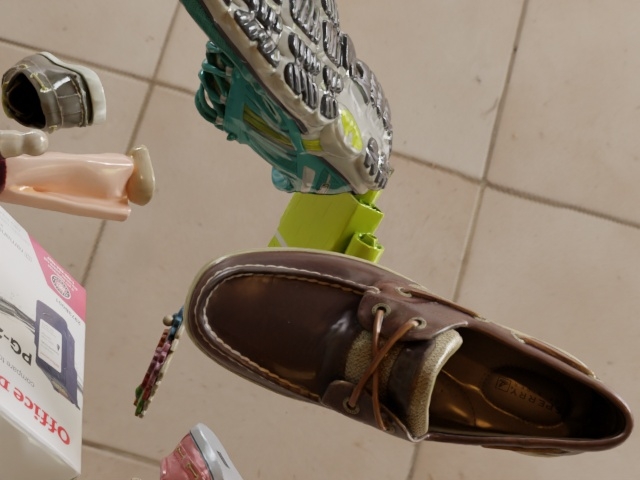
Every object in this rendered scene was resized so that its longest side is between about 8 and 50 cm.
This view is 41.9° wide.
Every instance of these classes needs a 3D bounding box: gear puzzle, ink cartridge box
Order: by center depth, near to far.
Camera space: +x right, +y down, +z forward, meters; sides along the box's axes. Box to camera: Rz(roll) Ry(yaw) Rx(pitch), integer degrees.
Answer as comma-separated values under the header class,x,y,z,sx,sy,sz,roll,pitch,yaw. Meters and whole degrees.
class,x,y,z,sx,sy,sz,roll,pitch,yaw
ink cartridge box,-0.280,0.082,0.674,0.100,0.237,0.172,-31,126,7
gear puzzle,-0.329,0.250,1.654,0.044,0.339,0.175,24,53,-7

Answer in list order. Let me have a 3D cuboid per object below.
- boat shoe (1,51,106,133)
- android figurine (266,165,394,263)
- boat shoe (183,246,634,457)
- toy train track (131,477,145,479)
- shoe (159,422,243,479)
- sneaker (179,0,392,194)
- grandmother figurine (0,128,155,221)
class,x,y,z,sx,sy,sz,roll,pitch,yaw
boat shoe,-0.428,-0.222,1.263,0.091,0.305,0.109,-19,114,-35
android figurine,0.000,0.000,1.097,0.056,0.248,0.273,20,106,-27
boat shoe,0.065,0.088,0.619,0.342,0.123,0.123,21,85,-5
toy train track,-0.328,0.474,1.615,0.083,0.048,0.014,8,101,22
shoe,-0.147,0.318,1.068,0.081,0.063,0.178,-43,41,-1
sneaker,-0.036,-0.101,0.546,0.110,0.275,0.107,-7,61,19
grandmother figurine,-0.357,-0.072,0.912,0.342,0.208,0.104,0,66,-39
